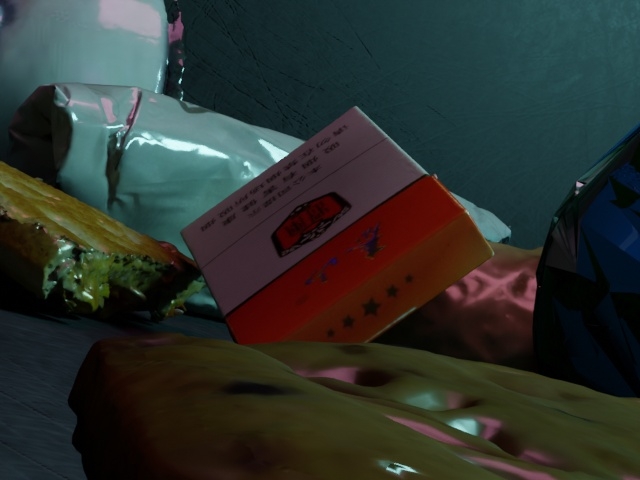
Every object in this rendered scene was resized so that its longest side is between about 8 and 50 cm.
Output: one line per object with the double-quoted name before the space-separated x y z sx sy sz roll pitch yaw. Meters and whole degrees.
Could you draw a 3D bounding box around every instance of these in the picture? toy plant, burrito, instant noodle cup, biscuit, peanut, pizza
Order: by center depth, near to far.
"biscuit" 0.110 0.081 0.425 0.359 0.046 0.359 15 4 -1
"instant noodle cup" 0.248 0.051 0.955 0.240 0.240 0.178 14 12 -33
"peanut" 0.079 0.052 1.059 0.159 0.109 0.140 4 -10 7
"pizza" -0.142 0.013 1.118 0.199 0.062 0.188 22 10 -38
"burrito" -0.018 -0.003 1.311 0.445 0.139 0.101 14 19 -34
"toy plant" -0.283 -0.125 1.333 0.332 0.247 0.247 15 2 -24

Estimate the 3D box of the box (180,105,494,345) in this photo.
"box" 0.000 0.000 1.045 0.035 0.139 0.245 55 1 -19
